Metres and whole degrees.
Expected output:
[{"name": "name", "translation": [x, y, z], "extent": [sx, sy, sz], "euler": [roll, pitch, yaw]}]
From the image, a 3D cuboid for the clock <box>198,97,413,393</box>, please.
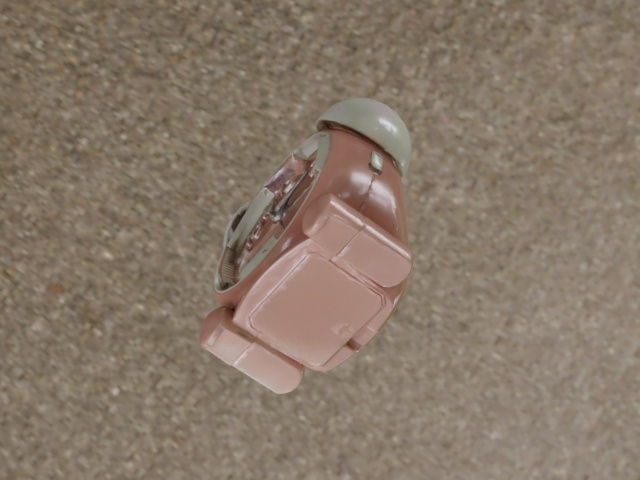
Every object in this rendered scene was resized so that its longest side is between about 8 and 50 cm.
[{"name": "clock", "translation": [0.000, 0.000, 0.931], "extent": [0.093, 0.162, 0.166], "euler": [32, 121, -18]}]
